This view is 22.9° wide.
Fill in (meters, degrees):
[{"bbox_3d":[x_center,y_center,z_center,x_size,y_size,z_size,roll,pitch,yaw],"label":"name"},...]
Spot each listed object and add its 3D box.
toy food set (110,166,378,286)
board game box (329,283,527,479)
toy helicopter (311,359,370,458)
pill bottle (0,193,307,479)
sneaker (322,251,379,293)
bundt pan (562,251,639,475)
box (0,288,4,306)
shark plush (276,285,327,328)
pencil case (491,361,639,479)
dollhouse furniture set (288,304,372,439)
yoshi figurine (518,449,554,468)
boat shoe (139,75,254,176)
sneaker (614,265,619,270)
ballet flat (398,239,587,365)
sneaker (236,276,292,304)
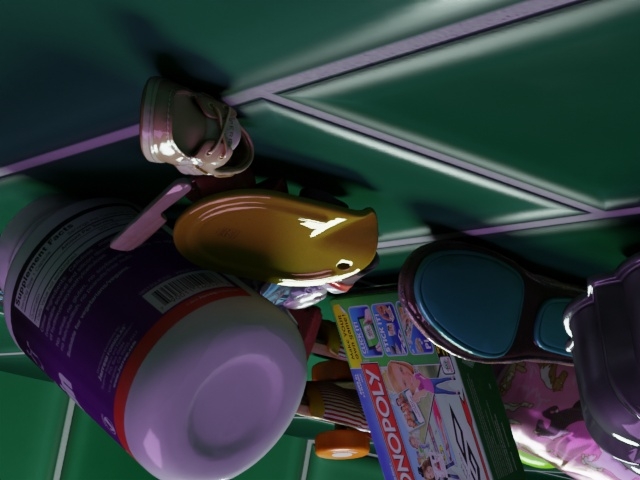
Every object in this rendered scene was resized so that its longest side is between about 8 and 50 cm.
[{"bbox_3d":[-0.056,-0.029,1.340,0.218,0.071,0.128,13,144,-25],"label":"toy food set"},{"bbox_3d":[0.125,0.201,1.703,0.046,0.317,0.213,-20,-175,-31],"label":"board game box"},{"bbox_3d":[0.158,0.232,2.336,0.355,0.140,0.235,1,161,-9],"label":"toy helicopter"},{"bbox_3d":[-0.170,0.076,1.451,0.181,0.181,0.323,22,-172,-46],"label":"pill bottle"},{"bbox_3d":[0.000,0.000,1.477,0.065,0.061,0.158,-27,152,25],"label":"sneaker"},{"bbox_3d":[0.365,0.123,1.312,0.331,0.124,0.331,4,150,3],"label":"bundt pan"},{"bbox_3d":[-0.399,0.051,2.018,0.220,0.051,0.175,12,168,-11],"label":"box"},{"bbox_3d":[-0.066,0.031,1.718,0.161,0.073,0.067,28,152,14],"label":"shark plush"},{"bbox_3d":[0.335,0.221,1.752,0.386,0.167,0.160,29,-154,-6],"label":"pencil case"},{"bbox_3d":[-0.029,0.133,1.972,0.201,0.152,0.374,16,-176,-30],"label":"dollhouse furniture set"},{"bbox_3d":[0.376,0.271,2.142,0.362,0.203,0.203,8,-176,-5],"label":"yoshi figurine"},{"bbox_3d":[-0.084,-0.079,1.122,0.059,0.063,0.170,5,177,10],"label":"boat shoe"},{"bbox_3d":[0.371,0.073,1.418,0.235,0.090,0.095,15,158,-31],"label":"sneaker"},{"bbox_3d":[0.168,0.069,1.521,0.316,0.107,0.106,20,174,-37],"label":"ballet flat"},{"bbox_3d":[-0.148,0.041,1.639,0.262,0.104,0.125,6,171,24],"label":"sneaker"}]
